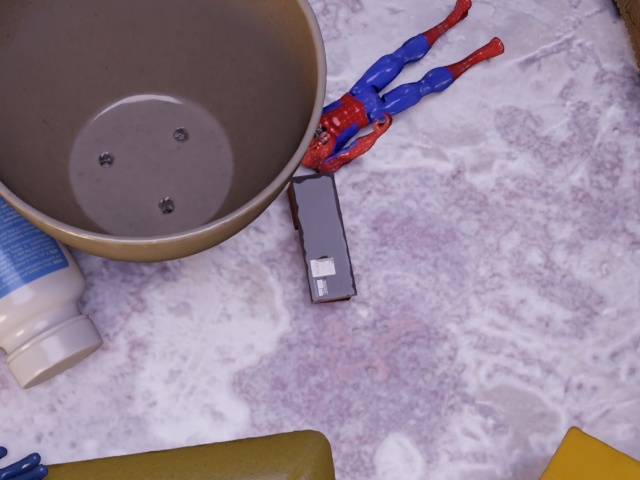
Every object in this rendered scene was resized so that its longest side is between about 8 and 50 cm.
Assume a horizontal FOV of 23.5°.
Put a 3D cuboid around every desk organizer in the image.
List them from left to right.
[{"bbox_3d":[0.000,0.000,1.566,0.047,0.050,0.130,-9,81,-8],"label":"desk organizer"}]

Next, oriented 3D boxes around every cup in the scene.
[{"bbox_3d":[-0.166,-0.110,1.460,0.331,0.237,0.331,1,69,-3],"label":"cup"}]

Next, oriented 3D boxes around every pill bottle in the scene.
[{"bbox_3d":[-0.304,0.027,1.489,0.124,0.124,0.221,-30,83,-11],"label":"pill bottle"}]

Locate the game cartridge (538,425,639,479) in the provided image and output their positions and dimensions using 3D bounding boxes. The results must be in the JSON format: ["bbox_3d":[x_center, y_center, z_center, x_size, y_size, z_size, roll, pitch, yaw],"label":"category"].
[{"bbox_3d":[0.271,0.373,1.384,0.285,0.052,0.323,29,82,24],"label":"game cartridge"}]

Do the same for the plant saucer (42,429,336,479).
[{"bbox_3d":[-0.128,0.362,1.471,0.333,0.081,0.332,-7,80,-8],"label":"plant saucer"}]

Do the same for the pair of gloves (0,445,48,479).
[{"bbox_3d":[-0.330,0.275,1.436,0.159,0.023,0.198,-17,37,8],"label":"pair of gloves"}]

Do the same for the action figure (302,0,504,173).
[{"bbox_3d":[0.060,-0.156,1.563,0.280,0.139,0.091,-36,85,-9],"label":"action figure"}]

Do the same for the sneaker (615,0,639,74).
[{"bbox_3d":[0.407,-0.241,1.634,0.153,0.099,0.282,-16,79,-7],"label":"sneaker"}]
